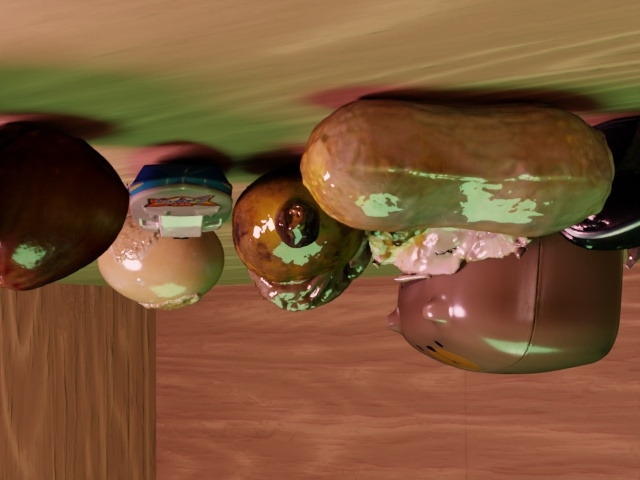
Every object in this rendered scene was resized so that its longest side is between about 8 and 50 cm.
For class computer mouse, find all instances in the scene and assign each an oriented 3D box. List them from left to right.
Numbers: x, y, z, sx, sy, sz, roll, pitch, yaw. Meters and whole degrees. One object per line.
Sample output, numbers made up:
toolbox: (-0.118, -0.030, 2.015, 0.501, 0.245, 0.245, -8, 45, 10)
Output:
computer mouse: (0.346, -0.061, 1.205, 0.233, 0.137, 0.096, -9, 148, 8)

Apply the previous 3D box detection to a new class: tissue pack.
tissue pack: (0.266, 0.067, 1.807, 0.276, 0.267, 0.387, 10, 172, -10)

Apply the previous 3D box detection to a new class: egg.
egg: (-0.254, 0.030, 1.899, 0.201, 0.164, 0.164, 4, 174, -1)

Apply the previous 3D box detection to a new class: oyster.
oyster: (0.174, -0.042, 1.543, 0.201, 0.107, 0.354, 37, 152, -26)

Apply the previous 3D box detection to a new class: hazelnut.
hazelnut: (-0.295, -0.032, 1.231, 0.204, 0.178, 0.178, 9, -178, 41)

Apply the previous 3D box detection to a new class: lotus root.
lotus root: (-0.026, -0.024, 1.473, 0.169, 0.141, 0.314, -13, 176, -5)

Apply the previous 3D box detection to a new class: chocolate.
chocolate: (0.135, -0.069, 1.119, 0.309, 0.134, 0.134, 2, 174, -13)

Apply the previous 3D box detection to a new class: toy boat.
toy boat: (-0.170, -0.051, 1.441, 0.129, 0.088, 0.295, 0, 175, -8)

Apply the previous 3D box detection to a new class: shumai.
shumai: (0.000, 0.000, 1.717, 0.206, 0.166, 0.175, -33, 179, -30)

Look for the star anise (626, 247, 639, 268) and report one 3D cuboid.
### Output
star anise: (0.436, -0.058, 1.313, 0.262, 0.081, 0.230, -21, -171, 34)
